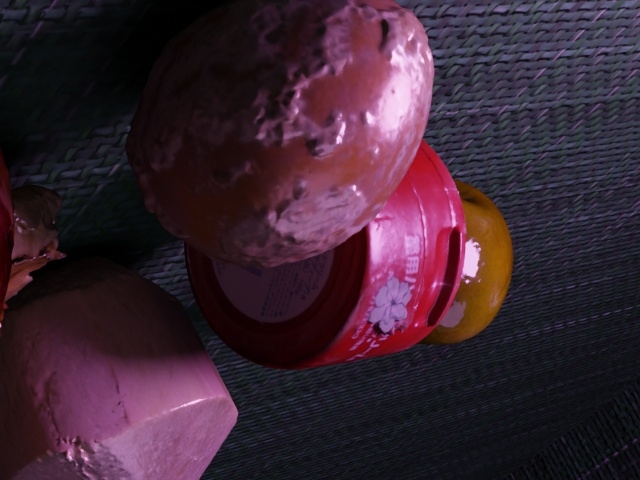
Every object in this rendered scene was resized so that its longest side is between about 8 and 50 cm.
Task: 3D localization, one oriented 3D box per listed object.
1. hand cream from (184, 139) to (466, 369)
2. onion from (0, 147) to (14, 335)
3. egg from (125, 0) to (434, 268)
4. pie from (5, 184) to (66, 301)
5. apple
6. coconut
[{"bbox_3d":[0.000,0.000,1.436,0.149,0.230,0.230,-1,148,-48],"label":"hand cream"},{"bbox_3d":[-0.359,-0.006,0.890,0.385,0.348,0.348,27,135,-18],"label":"onion"},{"bbox_3d":[-0.026,-0.088,1.206,0.245,0.203,0.203,-37,160,7],"label":"egg"},{"bbox_3d":[-0.341,0.055,1.234,0.339,0.083,0.339,-27,179,0],"label":"pie"},{"bbox_3d":[0.107,0.015,1.683,0.196,0.196,0.157,-3,119,-51],"label":"apple"},{"bbox_3d":[-0.206,0.159,1.528,0.239,0.244,0.239,-25,160,-10],"label":"coconut"}]
